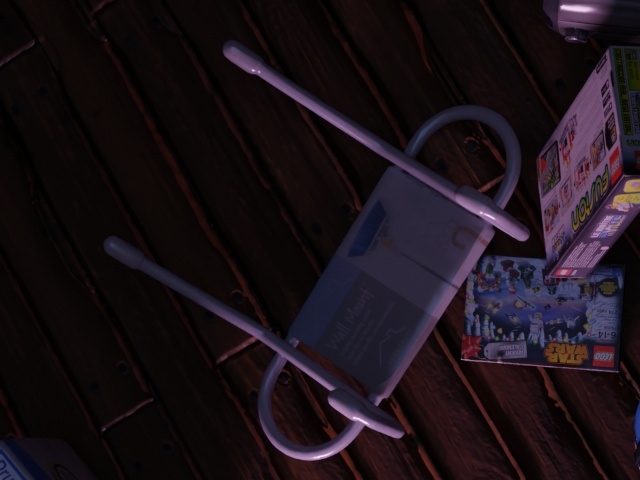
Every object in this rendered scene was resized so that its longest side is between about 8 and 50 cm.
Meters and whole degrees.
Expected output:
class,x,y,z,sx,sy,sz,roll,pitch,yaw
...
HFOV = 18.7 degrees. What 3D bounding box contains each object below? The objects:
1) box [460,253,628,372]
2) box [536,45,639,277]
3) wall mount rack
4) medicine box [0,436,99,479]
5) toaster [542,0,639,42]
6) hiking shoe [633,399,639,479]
class,x,y,z,sx,sy,sz,roll,pitch,yaw
box,0.192,0.062,1.674,0.137,0.027,0.094,3,87,13
box,0.224,-0.059,1.576,0.036,0.207,0.114,1,67,-11
wall mount rack,0.000,0.000,1.674,0.304,0.130,0.350,33,92,29
medicine box,-0.270,0.361,1.691,0.289,0.149,0.263,-43,78,6
toaster,0.279,-0.267,1.634,0.146,0.129,0.227,13,86,10
hiking shoe,0.313,0.201,1.605,0.113,0.132,0.304,4,106,-18
